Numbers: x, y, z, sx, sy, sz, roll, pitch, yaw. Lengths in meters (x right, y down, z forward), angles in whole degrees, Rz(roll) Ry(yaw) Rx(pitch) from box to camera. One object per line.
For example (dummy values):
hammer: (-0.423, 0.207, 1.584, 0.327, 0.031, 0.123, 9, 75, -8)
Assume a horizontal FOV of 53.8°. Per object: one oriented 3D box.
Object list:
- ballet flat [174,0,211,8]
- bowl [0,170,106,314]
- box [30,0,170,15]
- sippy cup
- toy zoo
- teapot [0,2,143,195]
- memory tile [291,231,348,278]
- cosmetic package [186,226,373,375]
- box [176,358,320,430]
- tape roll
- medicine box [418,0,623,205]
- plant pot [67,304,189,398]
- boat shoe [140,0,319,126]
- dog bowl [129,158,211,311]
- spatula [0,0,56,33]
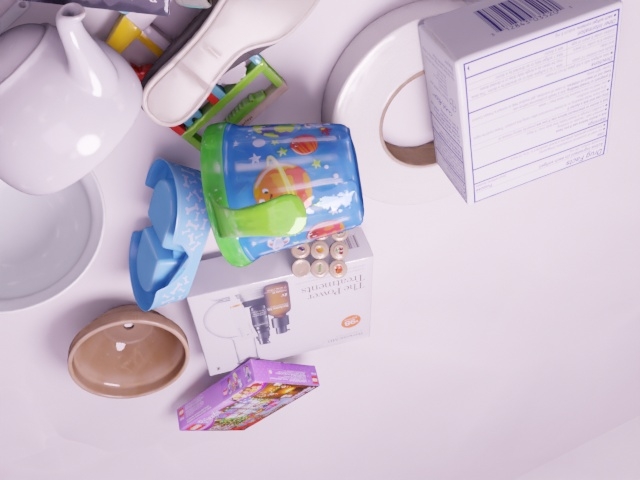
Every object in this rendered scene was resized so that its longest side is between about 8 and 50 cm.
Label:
ballet flat: (-0.145, -0.414, 0.834, 0.068, 0.072, 0.213, 17, 102, 9)
bowl: (-0.495, -0.029, 1.000, 0.298, 0.297, 0.134, -3, 174, -17)
box: (-0.336, -0.449, 0.700, 0.343, 0.179, 0.312, 0, 128, -20)
sippy cup: (-0.049, -0.089, 1.010, 0.224, 0.305, 0.240, -9, 145, 6)
toy zoo: (-0.214, -0.276, 0.995, 0.192, 0.030, 0.293, -39, 131, 15)
teapot: (-0.383, -0.197, 0.843, 0.256, 0.252, 0.187, -43, 129, -1)
memory tile: (0.000, 0.000, 1.225, 0.113, 0.012, 0.148, 3, 88, -9)
cosmetic package: (-0.080, 0.135, 1.348, 0.377, 0.097, 0.284, -13, 140, -9)
box: (-0.173, 0.373, 1.492, 0.201, 0.057, 0.293, 17, 136, -43)
tape roll: (0.194, -0.238, 1.148, 0.392, 0.072, 0.392, -10, 132, -11)
medicine box: (0.324, -0.242, 1.040, 0.264, 0.149, 0.289, -20, 133, -3)
plant pot: (-0.395, 0.212, 1.303, 0.237, 0.109, 0.237, -10, 131, -12)
boat shoe: (-0.140, -0.307, 0.927, 0.335, 0.095, 0.112, -40, 128, 7)
dog bowl: (-0.270, -0.006, 1.131, 0.074, 0.166, 0.297, 0, 130, -35)
spatula: (-0.499, -0.274, 0.905, 0.242, 0.019, 0.168, -37, 131, 14)
